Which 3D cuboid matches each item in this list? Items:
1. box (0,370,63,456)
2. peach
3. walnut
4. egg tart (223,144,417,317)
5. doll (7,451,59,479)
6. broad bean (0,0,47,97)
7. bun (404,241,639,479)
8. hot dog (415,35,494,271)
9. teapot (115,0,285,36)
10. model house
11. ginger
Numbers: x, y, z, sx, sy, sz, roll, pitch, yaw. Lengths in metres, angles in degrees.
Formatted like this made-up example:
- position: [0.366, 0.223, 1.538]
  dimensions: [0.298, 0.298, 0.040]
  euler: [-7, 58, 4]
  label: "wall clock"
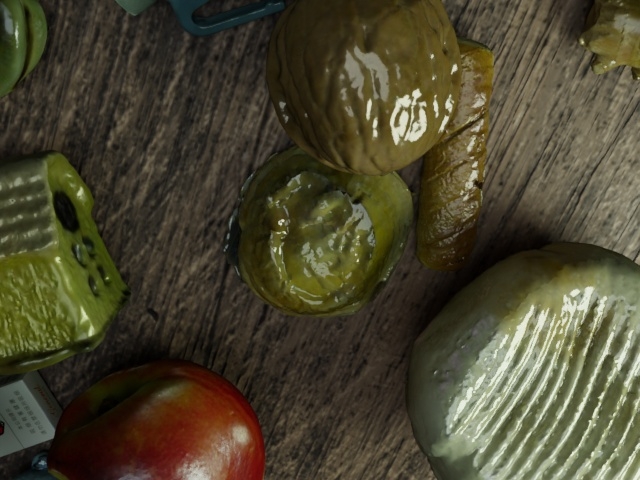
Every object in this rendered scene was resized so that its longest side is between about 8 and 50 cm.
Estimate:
- position: [-0.442, 0.243, 0.905]
  dimensions: [0.152, 0.048, 0.100]
  euler: [-21, 108, 4]
  label: "box"
- position: [-0.185, 0.287, 0.826]
  dimensions: [0.245, 0.248, 0.275]
  euler: [-31, 115, -14]
  label: "peach"
- position: [0.045, -0.166, 0.681]
  dimensions: [0.213, 0.213, 0.213]
  euler: [0, 111, -1]
  label: "walnut"
- position: [0.000, 0.000, 0.801]
  dimensions: [0.252, 0.098, 0.232]
  euler: [-29, 105, 13]
  label: "egg tart"
- position: [-0.384, 0.397, 0.960]
  dimensions: [0.180, 0.075, 0.120]
  euler: [51, 60, -30]
  label: "doll"
- position: [-0.403, -0.225, 0.722]
  dimensions: [0.206, 0.072, 0.153]
  euler: [-1, 109, 12]
  label: "broad bean"
- position: [0.282, 0.182, 0.809]
  dimensions: [0.365, 0.219, 0.365]
  euler: [0, 95, -5]
  label: "bun"
- position: [0.157, -0.094, 0.786]
  dimensions: [0.087, 0.061, 0.286]
  euler: [1, 110, 10]
  label: "hot dog"
- position: [-0.102, -0.307, 0.654]
  dimensions: [0.225, 0.171, 0.203]
  euler: [-13, 141, 11]
  label: "teapot"
- position: [-0.356, 0.014, 0.750]
  dimensions: [0.193, 0.175, 0.234]
  euler: [-13, 114, 4]
  label: "model house"
- position: [0.367, -0.229, 0.726]
  dimensions: [0.205, 0.081, 0.115]
  euler: [33, 75, -5]
  label: "ginger"
